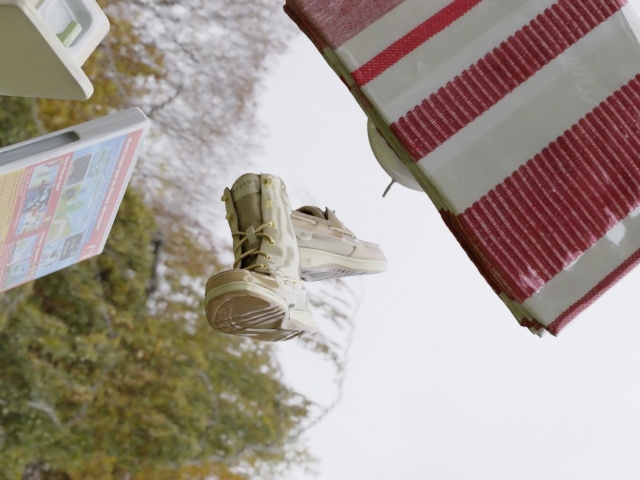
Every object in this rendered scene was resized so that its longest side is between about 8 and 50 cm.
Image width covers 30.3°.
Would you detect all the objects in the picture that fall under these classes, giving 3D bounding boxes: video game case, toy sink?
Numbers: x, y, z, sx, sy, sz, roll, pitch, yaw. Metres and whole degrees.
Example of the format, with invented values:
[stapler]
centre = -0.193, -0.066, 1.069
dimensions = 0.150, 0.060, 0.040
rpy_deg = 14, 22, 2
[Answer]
[video game case]
centre = -0.295, -0.009, 1.054
dimensions = 0.025, 0.285, 0.204
rpy_deg = 50, -42, 19
[toy sink]
centre = -0.360, -0.273, 1.435
dimensions = 0.234, 0.153, 0.131
rpy_deg = 8, -124, 38

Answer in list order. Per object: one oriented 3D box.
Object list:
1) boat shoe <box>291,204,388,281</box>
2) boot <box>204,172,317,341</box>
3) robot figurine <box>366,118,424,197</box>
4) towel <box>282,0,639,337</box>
[boat shoe]
centre = 0.000, 0.000, 1.773
dimensions = 0.122, 0.341, 0.110
rpy_deg = -9, -98, 28
[boot]
centre = -0.084, 0.011, 1.451
dimensions = 0.095, 0.262, 0.203
rpy_deg = -15, -106, 17
[robot figurine]
centre = 0.217, -0.209, 1.892
dimensions = 0.353, 0.200, 0.300
rpy_deg = -36, -148, 29
[towel]
centre = 0.155, -0.119, 0.912
dimensions = 0.237, 0.329, 0.037
rpy_deg = -37, -178, -17
